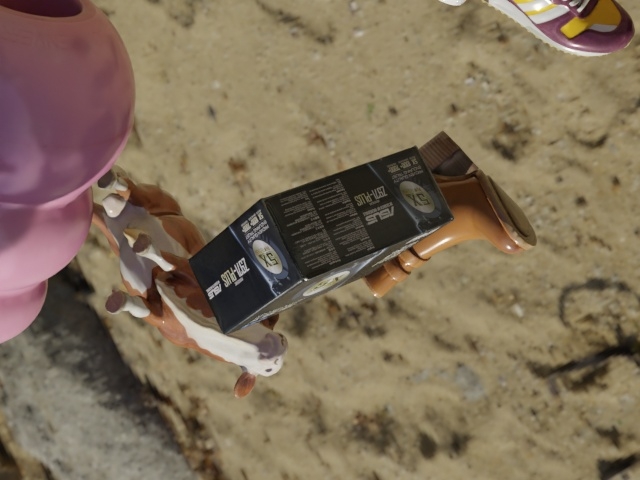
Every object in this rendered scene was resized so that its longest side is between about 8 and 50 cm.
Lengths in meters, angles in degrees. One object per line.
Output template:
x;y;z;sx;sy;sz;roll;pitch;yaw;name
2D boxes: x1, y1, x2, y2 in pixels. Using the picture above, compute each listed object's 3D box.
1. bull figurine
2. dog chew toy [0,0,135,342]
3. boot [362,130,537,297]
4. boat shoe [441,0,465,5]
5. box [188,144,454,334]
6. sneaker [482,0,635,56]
-0.156;0.032;1.226;0.310;0.101;0.188;46;-174;40;bull figurine
-0.278;-0.053;1.008;0.206;0.206;0.332;44;125;41;dog chew toy
0.142;-0.008;1.571;0.109;0.220;0.283;40;-171;-41;boot
0.085;-0.315;1.210;0.184;0.066;0.063;42;124;10;boat shoe
0.000;0.000;1.043;0.147;0.180;0.077;-36;78;52;box
0.215;-0.238;1.112;0.185;0.069;0.084;26;159;1;sneaker
